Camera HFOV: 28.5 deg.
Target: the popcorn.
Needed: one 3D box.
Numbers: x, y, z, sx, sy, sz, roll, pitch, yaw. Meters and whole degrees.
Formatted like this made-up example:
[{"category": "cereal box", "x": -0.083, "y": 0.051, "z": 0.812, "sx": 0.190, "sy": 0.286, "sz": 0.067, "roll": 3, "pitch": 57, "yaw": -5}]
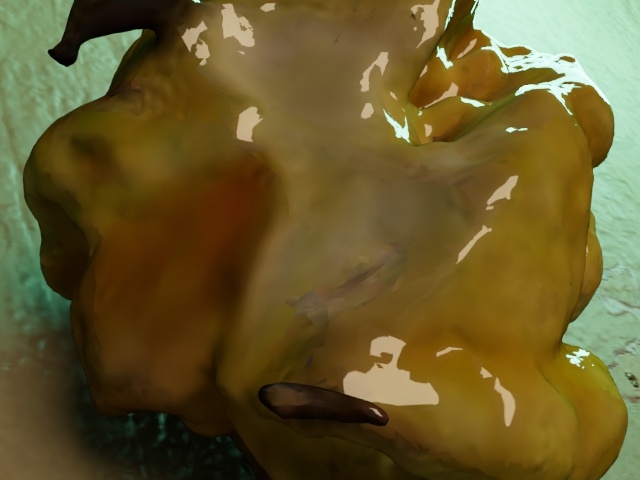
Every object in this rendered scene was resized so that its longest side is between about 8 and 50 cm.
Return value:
[{"category": "popcorn", "x": 0.000, "y": 0.000, "z": 0.640, "sx": 0.297, "sy": 0.281, "sz": 0.316, "roll": -4, "pitch": 71, "yaw": 12}]
